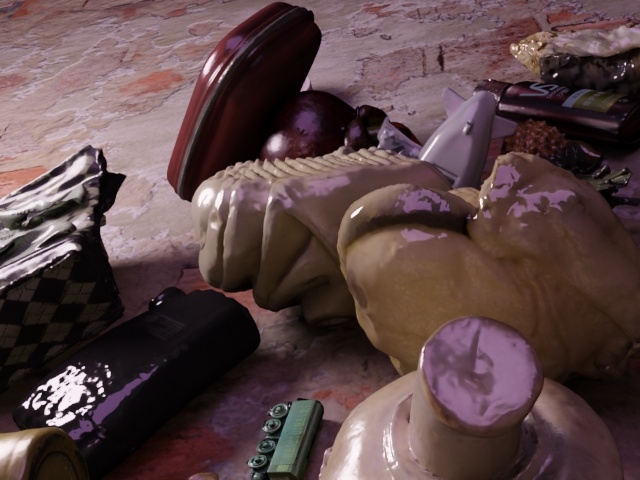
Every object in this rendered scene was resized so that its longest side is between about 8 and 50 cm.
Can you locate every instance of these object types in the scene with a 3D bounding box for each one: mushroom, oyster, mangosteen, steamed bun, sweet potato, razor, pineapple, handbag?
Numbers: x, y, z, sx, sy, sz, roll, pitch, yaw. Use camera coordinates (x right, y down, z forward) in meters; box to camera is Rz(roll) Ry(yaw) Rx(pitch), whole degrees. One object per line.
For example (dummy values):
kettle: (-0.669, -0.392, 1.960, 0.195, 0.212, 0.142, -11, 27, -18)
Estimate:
mushroom: (0.161, 0.249, 1.059, 0.315, 0.315, 0.356, -29, -1, -24)
oyster: (0.493, -0.315, 1.940, 0.341, 0.166, 0.110, 14, 61, 22)
mangosteen: (0.026, -0.143, 1.783, 0.257, 0.215, 0.215, -3, 32, 18)
steamed bun: (0.000, 0.000, 1.541, 0.352, 0.247, 0.339, -15, 14, -20)
sweet potato: (0.410, -0.151, 1.813, 0.153, 0.038, 0.041, 13, 17, 40)
razor: (-0.244, 0.182, 1.464, 0.189, 0.107, 0.327, 18, 43, 40)
steamed bun: (0.217, 0.038, 1.302, 0.372, 0.325, 0.230, -9, 33, 19)
pineapple: (0.382, -0.099, 1.658, 0.130, 0.119, 0.277, -12, 29, -13)
handbag: (-0.442, 0.030, 1.659, 0.316, 0.180, 0.416, -33, 26, 7)

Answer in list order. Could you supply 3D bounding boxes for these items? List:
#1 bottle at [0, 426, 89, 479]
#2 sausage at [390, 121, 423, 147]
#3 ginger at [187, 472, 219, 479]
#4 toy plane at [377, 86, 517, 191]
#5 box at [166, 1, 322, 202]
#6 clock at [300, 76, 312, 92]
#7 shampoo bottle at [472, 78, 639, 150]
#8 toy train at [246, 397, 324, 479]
bottle: (-0.461, 0.320, 1.275, 0.351, 0.172, 0.171, -8, 31, 15)
sausage: (0.145, -0.143, 1.872, 0.076, 0.076, 0.197, -17, 32, -5)
ginger: (-0.130, 0.301, 1.297, 0.097, 0.030, 0.048, -15, 58, 4)
toy plane: (0.200, -0.115, 1.666, 0.252, 0.252, 0.118, -5, 11, 16)
box: (-0.134, -0.224, 1.844, 0.108, 0.404, 0.263, 39, 49, 9)
clock: (-0.108, -0.271, 2.192, 0.196, 0.068, 0.197, -11, 30, 6)
shampoo bottle: (0.413, -0.227, 1.891, 0.129, 0.084, 0.323, -33, 35, -33)
toy train: (-0.042, 0.250, 1.338, 0.070, 0.038, 0.148, -1, 32, 16)
